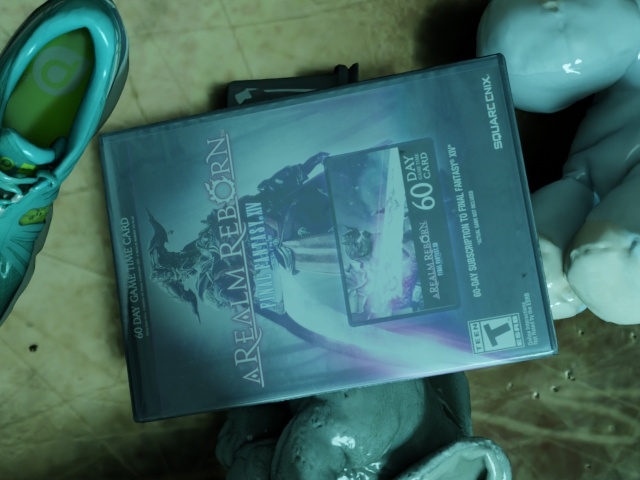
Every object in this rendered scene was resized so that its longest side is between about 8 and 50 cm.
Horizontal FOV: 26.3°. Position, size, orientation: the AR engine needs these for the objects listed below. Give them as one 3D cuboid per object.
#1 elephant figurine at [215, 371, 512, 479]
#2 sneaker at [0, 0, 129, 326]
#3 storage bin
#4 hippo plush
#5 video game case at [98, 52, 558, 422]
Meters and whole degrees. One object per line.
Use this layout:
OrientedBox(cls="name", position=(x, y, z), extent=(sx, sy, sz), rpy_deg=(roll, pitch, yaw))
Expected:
OrientedBox(cls="elephant figurine", position=(0.059, 0.156, 0.981), extent=(0.239, 0.186, 0.169), rpy_deg=(28, 56, -24))
OrientedBox(cls="sneaker", position=(-0.213, -0.045, 0.901), extent=(0.107, 0.110, 0.275), rpy_deg=(26, 91, -13))
OrientedBox(cls="storage bin", position=(-0.021, -0.057, 0.959), extent=(0.091, 0.098, 0.135), rpy_deg=(0, 96, -3))
OrientedBox(cls="hippo plush", position=(0.230, -0.084, 0.937), extent=(0.294, 0.234, 0.236), rpy_deg=(-11, 99, -11))
OrientedBox(cls="video game case", position=(0.000, 0.000, 0.886), extent=(0.274, 0.026, 0.196), rpy_deg=(-10, 79, 8))
